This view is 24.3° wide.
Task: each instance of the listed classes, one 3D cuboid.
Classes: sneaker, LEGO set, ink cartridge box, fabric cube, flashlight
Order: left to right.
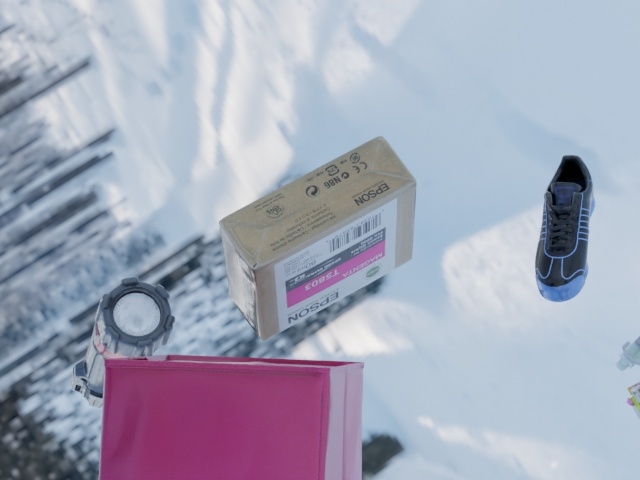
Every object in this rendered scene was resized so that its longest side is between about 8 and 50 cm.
[{"bbox_3d":[-0.266,0.148,2.017,0.103,0.103,0.304,42,154,7],"label":"flashlight"},{"bbox_3d":[-0.092,0.262,1.664,0.259,0.254,0.258,16,-103,-78],"label":"fabric cube"},{"bbox_3d":[0.000,0.000,1.833,0.088,0.235,0.193,53,164,27],"label":"ink cartridge box"},{"bbox_3d":[0.349,-0.021,2.143,0.090,0.081,0.232,67,-151,-43],"label":"sneaker"},{"bbox_3d":[0.501,0.243,1.955,0.287,0.132,0.107,39,-167,17],"label":"LEGO set"}]
